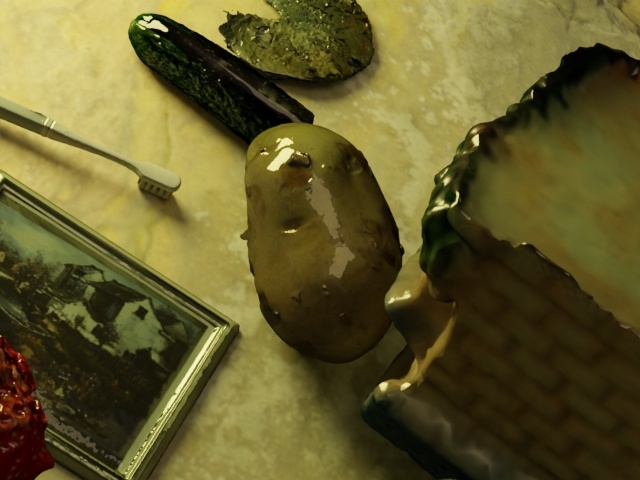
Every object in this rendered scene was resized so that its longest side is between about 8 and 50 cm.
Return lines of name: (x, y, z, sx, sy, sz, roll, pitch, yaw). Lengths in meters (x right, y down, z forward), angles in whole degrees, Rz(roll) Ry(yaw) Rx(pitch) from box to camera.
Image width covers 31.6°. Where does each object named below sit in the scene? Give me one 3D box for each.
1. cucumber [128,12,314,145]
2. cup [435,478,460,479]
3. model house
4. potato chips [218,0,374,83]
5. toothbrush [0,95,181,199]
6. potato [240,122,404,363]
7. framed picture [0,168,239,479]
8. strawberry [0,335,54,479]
cucumber: (-0.115, -0.179, 1.272, 0.241, 0.074, 0.074, 37, 51, 0)
cup: (0.051, 0.374, 0.905, 0.292, 0.242, 0.308, 49, 33, 7)
model house: (0.251, 0.100, 1.105, 0.395, 0.400, 0.445, 32, 39, 6)
potato chips: (-0.029, -0.270, 1.402, 0.202, 0.029, 0.220, 42, 49, -1)
toothbrush: (-0.303, -0.124, 1.166, 0.342, 0.030, 0.025, 25, 51, -11)
potato: (0.000, 0.000, 1.168, 0.164, 0.165, 0.263, -7, 70, -30)
framed picture: (-0.244, 0.080, 1.072, 0.296, 0.019, 0.232, 33, 51, -4)
strawberry: (-0.311, 0.142, 0.889, 0.184, 0.201, 0.187, 25, 64, 22)
